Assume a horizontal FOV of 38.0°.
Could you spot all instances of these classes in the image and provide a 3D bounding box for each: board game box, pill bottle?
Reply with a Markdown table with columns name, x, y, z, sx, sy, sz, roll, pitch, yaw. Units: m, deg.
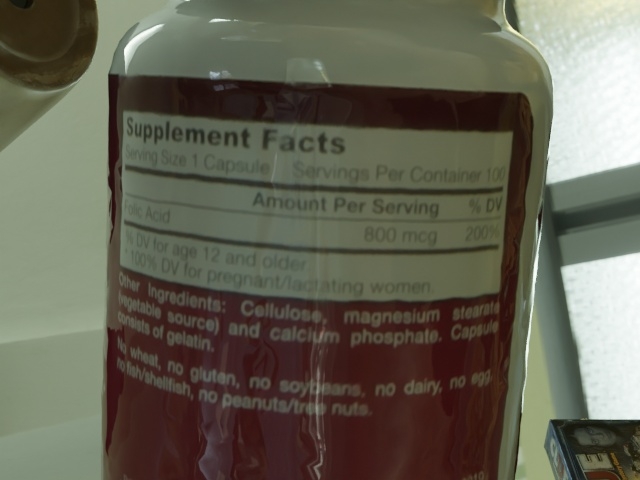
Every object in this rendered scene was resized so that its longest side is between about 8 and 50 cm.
| name | x | y | z | sx | sy | sz | roll | pitch | yaw |
| --- | --- | --- | --- | --- | --- | --- | --- | --- | --- |
| board game box | 0.323 | 0.267 | 0.884 | 0.243 | 0.165 | 0.042 | -95 | 6 | -58 |
| pill bottle | 0.000 | 0.000 | 0.486 | 0.224 | 0.224 | 0.392 | -6 | -77 | -46 |

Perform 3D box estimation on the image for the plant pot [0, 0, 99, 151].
| name | x | y | z | sx | sy | sz | roll | pitch | yaw |
| --- | --- | --- | --- | --- | --- | --- | --- | --- | --- |
| plant pot | -0.369 | -0.188 | 0.858 | 0.323 | 0.280 | 0.323 | 32 | -129 | -52 |
